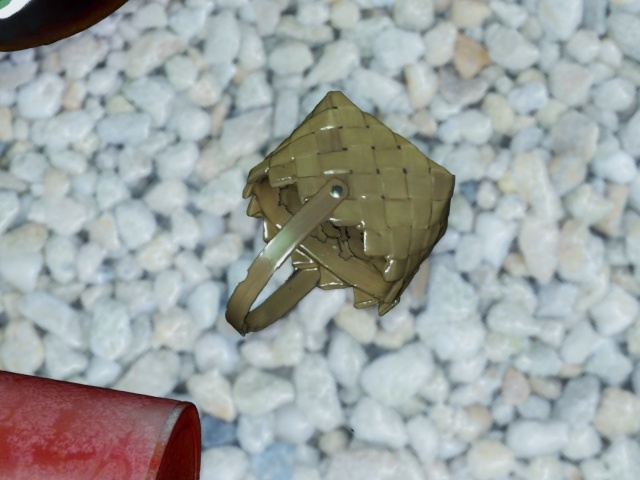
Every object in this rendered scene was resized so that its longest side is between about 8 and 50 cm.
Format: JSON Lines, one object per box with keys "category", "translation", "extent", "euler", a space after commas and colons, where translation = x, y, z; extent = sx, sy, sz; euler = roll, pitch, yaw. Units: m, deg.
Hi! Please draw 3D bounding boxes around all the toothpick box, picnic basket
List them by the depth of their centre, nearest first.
{"category": "toothpick box", "translation": [-0.265, 0.181, 1.326], "extent": [0.333, 0.204, 0.204], "euler": [9, 77, 8]}
{"category": "picnic basket", "translation": [0.000, 0.000, 1.387], "extent": [0.138, 0.128, 0.178], "euler": [37, 64, 15]}

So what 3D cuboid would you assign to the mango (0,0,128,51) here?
{"category": "mango", "translation": [-0.194, -0.258, 1.457], "extent": [0.287, 0.152, 0.201], "euler": [-34, 81, -4]}
